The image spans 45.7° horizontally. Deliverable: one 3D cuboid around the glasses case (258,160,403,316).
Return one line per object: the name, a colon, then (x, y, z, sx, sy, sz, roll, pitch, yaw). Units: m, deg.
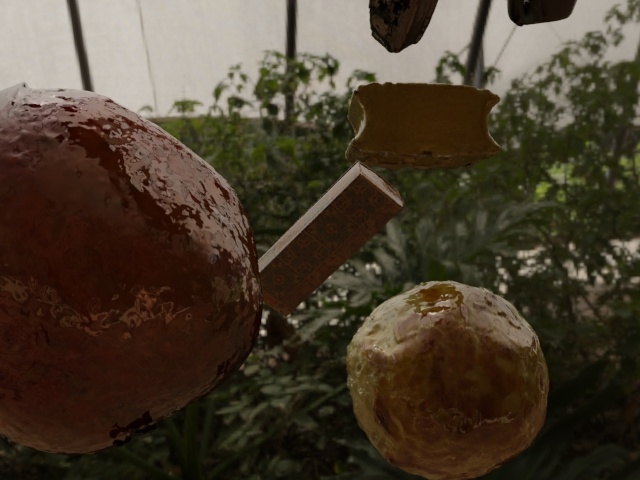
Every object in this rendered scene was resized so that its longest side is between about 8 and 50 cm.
glasses case: (0.000, 0.000, 0.958, 0.218, 0.075, 0.049, -44, 24, 21)

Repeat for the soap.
soap: (0.202, -0.230, 1.608, 0.294, 0.156, 0.335, 0, 0, 1)

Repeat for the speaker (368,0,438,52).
speaker: (0.023, -0.275, 0.550, 0.198, 0.329, 0.259, -24, -17, -42)

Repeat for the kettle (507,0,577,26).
kettle: (0.430, -0.526, 1.427, 0.144, 0.232, 0.202, 23, 40, 34)

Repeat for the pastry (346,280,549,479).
pastry: (0.242, 0.259, 1.407, 0.389, 0.388, 0.313, -7, -1, -20)

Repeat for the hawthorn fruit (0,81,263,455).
hawthorn fruit: (-0.220, -0.003, 0.628, 0.285, 0.369, 0.284, -37, 16, 12)
